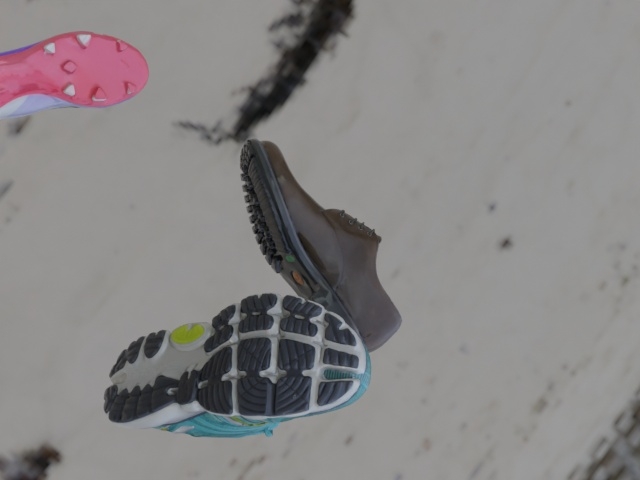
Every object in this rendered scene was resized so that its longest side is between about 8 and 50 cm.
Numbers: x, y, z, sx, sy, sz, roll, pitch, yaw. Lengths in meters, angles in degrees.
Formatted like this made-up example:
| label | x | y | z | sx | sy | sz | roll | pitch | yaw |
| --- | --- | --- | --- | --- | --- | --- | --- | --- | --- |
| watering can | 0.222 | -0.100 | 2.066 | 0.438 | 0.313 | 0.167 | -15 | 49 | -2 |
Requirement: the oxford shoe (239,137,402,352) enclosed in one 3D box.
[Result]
| label | x | y | z | sx | sy | sz | roll | pitch | yaw |
| --- | --- | --- | --- | --- | --- | --- | --- | --- | --- |
| oxford shoe | 0.000 | 0.000 | 1.543 | 0.096 | 0.227 | 0.083 | -28 | 177 | -21 |

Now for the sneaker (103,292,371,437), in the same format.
| label | x | y | z | sx | sy | sz | roll | pitch | yaw |
| --- | --- | --- | --- | --- | --- | --- | --- | --- | --- |
| sneaker | -0.058 | 0.113 | 1.386 | 0.110 | 0.275 | 0.107 | 29 | 62 | -40 |

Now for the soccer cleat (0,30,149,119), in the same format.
| label | x | y | z | sx | sy | sz | roll | pitch | yaw |
| --- | --- | --- | --- | --- | --- | --- | --- | --- | --- |
| soccer cleat | -0.299 | -0.162 | 1.722 | 0.248 | 0.083 | 0.095 | -14 | -178 | -31 |
